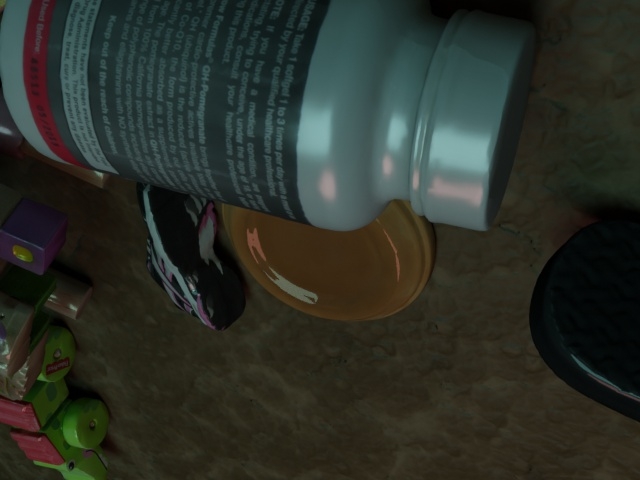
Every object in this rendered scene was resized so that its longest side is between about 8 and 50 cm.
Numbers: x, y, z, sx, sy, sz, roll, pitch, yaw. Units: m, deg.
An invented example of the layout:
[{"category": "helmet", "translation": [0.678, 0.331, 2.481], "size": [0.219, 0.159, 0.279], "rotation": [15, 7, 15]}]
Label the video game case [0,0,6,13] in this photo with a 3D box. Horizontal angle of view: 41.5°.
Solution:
[{"category": "video game case", "translation": [-0.346, -0.256, 0.683], "size": [0.285, 0.025, 0.204], "rotation": [-21, 116, 33]}]

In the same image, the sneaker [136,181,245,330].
[{"category": "sneaker", "translation": [-0.140, 0.010, 0.798], "size": [0.077, 0.072, 0.178], "rotation": [8, 126, 36]}]

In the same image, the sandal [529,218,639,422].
[{"category": "sandal", "translation": [0.357, 0.131, 0.603], "size": [0.445, 0.167, 0.107], "rotation": [32, 161, 10]}]

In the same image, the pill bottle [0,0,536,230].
[{"category": "pill bottle", "translation": [-0.030, -0.106, 0.559], "size": [0.318, 0.176, 0.176], "rotation": [14, 133, 17]}]

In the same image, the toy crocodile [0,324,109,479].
[{"category": "toy crocodile", "translation": [-0.355, 0.196, 1.044], "size": [0.115, 0.105, 0.341], "rotation": [6, 131, 24]}]

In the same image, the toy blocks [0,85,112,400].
[{"category": "toy blocks", "translation": [-0.374, 0.025, 0.758], "size": [0.260, 0.309, 0.289], "rotation": [25, 135, -3]}]

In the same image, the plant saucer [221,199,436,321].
[{"category": "plant saucer", "translation": [0.000, 0.000, 0.735], "size": [0.200, 0.037, 0.200], "rotation": [15, 132, 16]}]
